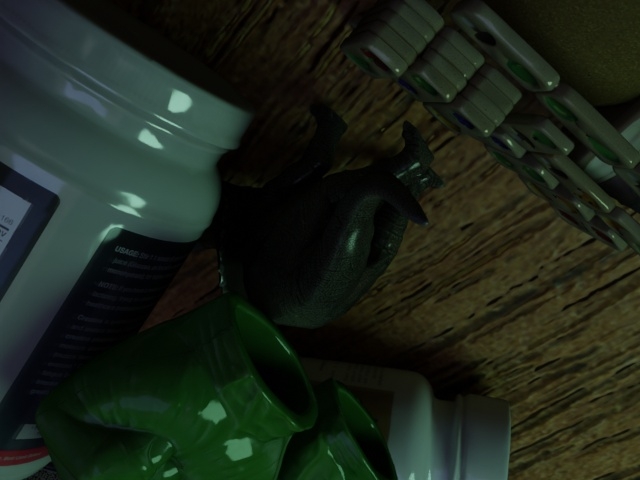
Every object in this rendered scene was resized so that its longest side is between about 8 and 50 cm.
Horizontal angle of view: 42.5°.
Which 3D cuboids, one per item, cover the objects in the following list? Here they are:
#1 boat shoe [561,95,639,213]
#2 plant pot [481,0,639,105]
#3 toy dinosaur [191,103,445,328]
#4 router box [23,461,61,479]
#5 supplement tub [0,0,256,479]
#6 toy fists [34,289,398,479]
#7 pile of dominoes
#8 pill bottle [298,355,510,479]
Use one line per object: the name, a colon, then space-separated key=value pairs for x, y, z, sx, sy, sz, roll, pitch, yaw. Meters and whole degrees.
boat shoe: x=0.266 y=-0.113 z=0.464 sx=0.092 sy=0.103 sz=0.285 roll=34 pitch=128 yaw=-18
plant pot: x=0.168 y=-0.193 z=0.373 sx=0.237 sy=0.237 sz=0.254 roll=21 pitch=142 yaw=-2
toy dinosaur: x=0.000 y=0.000 z=0.533 sx=0.121 sy=0.313 sz=0.160 roll=40 pitch=86 yaw=-28
router box: x=-0.116 y=0.354 z=0.740 sx=0.335 sy=0.082 sz=0.301 roll=13 pitch=128 yaw=5
supplement tub: x=-0.181 y=-0.010 z=0.494 sx=0.191 sy=0.191 sz=0.272 roll=33 pitch=101 yaw=-11
toy fists: x=-0.054 y=0.139 z=0.510 sx=0.142 sy=0.096 sz=0.279 roll=-28 pitch=145 yaw=9
pile of dominoes: x=0.119 y=-0.046 z=0.487 sx=0.251 sy=0.196 sz=0.040 roll=39 pitch=90 yaw=-15
pill bottle: x=0.036 y=0.169 z=0.687 sx=0.229 sy=0.131 sz=0.131 roll=6 pitch=125 yaw=8
